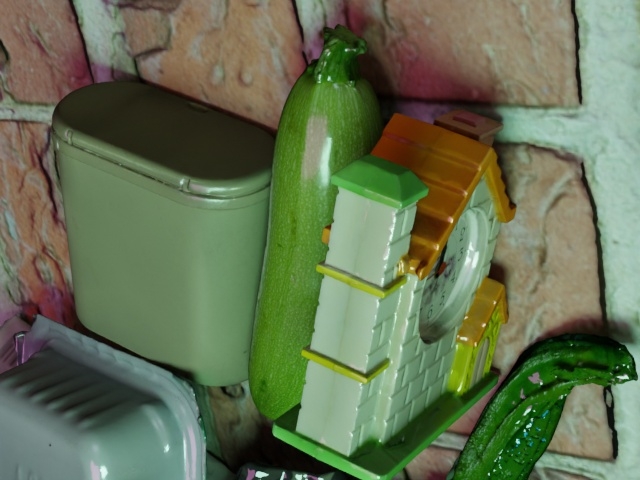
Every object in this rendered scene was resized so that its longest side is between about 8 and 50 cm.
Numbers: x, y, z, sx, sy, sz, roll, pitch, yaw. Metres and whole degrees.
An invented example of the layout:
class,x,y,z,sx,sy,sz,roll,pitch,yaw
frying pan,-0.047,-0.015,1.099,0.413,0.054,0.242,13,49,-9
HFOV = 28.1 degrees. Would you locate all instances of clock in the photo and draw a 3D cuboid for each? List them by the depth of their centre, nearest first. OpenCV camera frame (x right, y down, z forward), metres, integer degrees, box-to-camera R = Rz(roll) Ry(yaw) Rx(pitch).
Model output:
class,x,y,z,sx,sy,sz,roll,pitch,yaw
clock,0.078,0.032,1.034,0.106,0.220,0.255,23,118,25

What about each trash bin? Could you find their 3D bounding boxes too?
class,x,y,z,sx,sy,sz,roll,pitch,yaw
trash bin,-0.151,-0.005,1.250,0.243,0.121,0.247,24,129,25

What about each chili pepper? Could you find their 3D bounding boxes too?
class,x,y,z,sx,sy,sz,roll,pitch,yaw
chili pepper,0.169,0.181,1.107,0.065,0.122,0.279,31,106,-9

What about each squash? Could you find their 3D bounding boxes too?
class,x,y,z,sx,sy,sz,roll,pitch,yaw
squash,0.000,0.000,1.142,0.107,0.107,0.395,24,123,25

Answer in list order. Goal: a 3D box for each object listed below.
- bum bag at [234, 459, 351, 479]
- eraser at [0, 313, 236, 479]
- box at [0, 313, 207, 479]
class,x,y,z,sx,sy,sz,roll,pitch,yaw
bum bag,-0.084,0.349,1.330,0.144,0.095,0.340,31,117,-14
eraser,-0.252,0.279,1.505,0.397,0.082,0.213,31,129,20
box,-0.258,0.240,1.326,0.337,0.106,0.264,16,111,45
